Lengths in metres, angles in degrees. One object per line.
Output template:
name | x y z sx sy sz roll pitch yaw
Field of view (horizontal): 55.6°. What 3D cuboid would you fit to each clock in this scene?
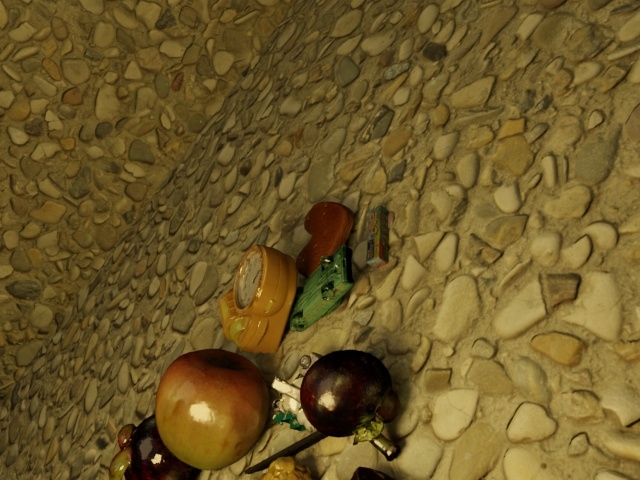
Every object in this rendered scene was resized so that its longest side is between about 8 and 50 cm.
clock | -0.186 0.168 1.916 0.317 0.200 0.244 -63 32 26

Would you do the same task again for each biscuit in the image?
biscuit | 0.001 0.001 2.014 0.262 0.052 0.277 7 70 59

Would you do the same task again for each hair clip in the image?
hair clip | -0.052 0.415 1.598 0.172 0.049 0.116 24 89 29

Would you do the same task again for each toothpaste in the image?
toothpaste | 0.179 -0.016 1.805 0.070 0.044 0.193 -27 44 38

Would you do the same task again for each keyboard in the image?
keyboard | -0.071 0.558 1.624 0.309 0.101 0.018 -37 64 27

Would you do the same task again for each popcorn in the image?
popcorn | -0.082 0.640 1.536 0.163 0.140 0.194 -56 23 17

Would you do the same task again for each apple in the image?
apple | -0.316 0.496 1.794 0.338 0.338 0.305 27 105 56

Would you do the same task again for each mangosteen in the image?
mangosteen | -0.511 0.678 1.914 0.288 0.288 0.288 -32 41 33
mangosteen | 0.082 0.399 1.454 0.231 0.231 0.289 -45 56 18

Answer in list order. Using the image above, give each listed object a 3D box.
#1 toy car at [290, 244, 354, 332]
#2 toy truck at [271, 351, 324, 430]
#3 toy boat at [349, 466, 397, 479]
toy car | 0.006 0.158 1.823 0.321 0.097 0.141 -48 32 42
toy truck | -0.030 0.426 1.669 0.116 0.110 0.216 30 87 44
toy boat | 0.138 0.595 1.322 0.262 0.114 0.115 27 117 55
